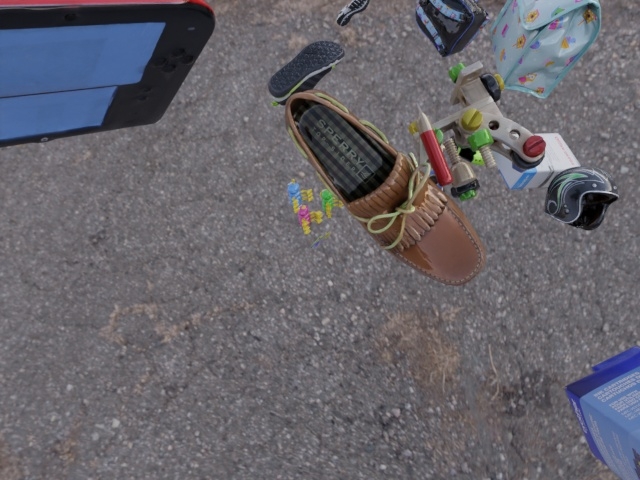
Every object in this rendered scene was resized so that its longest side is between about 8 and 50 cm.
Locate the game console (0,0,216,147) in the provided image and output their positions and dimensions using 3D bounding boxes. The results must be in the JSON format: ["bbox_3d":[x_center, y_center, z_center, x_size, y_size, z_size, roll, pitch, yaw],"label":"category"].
[{"bbox_3d":[-0.352,-0.211,0.688,0.387,0.342,0.060,-19,81,-35],"label":"game console"}]

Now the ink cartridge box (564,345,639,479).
[{"bbox_3d":[0.569,0.270,0.779,0.270,0.395,0.151,-25,95,-1],"label":"ink cartridge box"}]

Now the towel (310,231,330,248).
[{"bbox_3d":[0.000,0.000,1.772,0.009,0.083,0.060,46,115,10],"label":"towel"}]

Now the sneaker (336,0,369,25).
[{"bbox_3d":[0.084,-0.616,1.387,0.109,0.040,0.043,-25,46,36],"label":"sneaker"}]

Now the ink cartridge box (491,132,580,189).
[{"bbox_3d":[0.629,-0.234,1.542,0.203,0.086,0.148,-4,57,-18],"label":"ink cartridge box"}]

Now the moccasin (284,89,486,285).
[{"bbox_3d":[0.095,-0.080,0.782,0.139,0.147,0.380,-39,90,12],"label":"moccasin"}]

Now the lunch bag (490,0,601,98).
[{"bbox_3d":[0.505,-0.495,1.179,0.160,0.262,0.223,9,59,-8],"label":"lunch bag"}]

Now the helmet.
[{"bbox_3d":[0.696,-0.120,1.405,0.169,0.169,0.161,32,109,32],"label":"helmet"}]

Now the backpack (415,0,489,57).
[{"bbox_3d":[0.356,-0.625,1.461,0.117,0.158,0.173,-27,74,-34],"label":"backpack"}]

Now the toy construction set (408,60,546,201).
[{"bbox_3d":[0.240,-0.206,0.952,0.257,0.309,0.237,-24,81,27],"label":"toy construction set"}]

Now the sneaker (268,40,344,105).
[{"bbox_3d":[-0.041,-0.441,1.400,0.235,0.097,0.084,-33,71,-4],"label":"sneaker"}]

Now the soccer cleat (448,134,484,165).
[{"bbox_3d":[0.431,-0.276,1.577,0.072,0.060,0.179,1,29,-27],"label":"soccer cleat"}]

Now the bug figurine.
[{"bbox_3d":[-0.016,-0.150,1.701,0.072,0.216,0.279,23,45,32],"label":"bug figurine"}]
